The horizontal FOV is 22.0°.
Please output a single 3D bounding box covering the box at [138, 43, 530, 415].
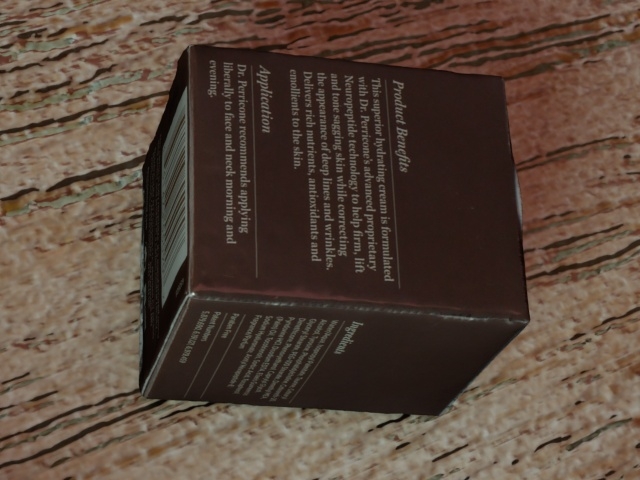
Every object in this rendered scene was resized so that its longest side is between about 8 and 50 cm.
[{"bbox_3d":[0.000,0.000,1.012,0.203,0.167,0.169,5,63,-14],"label":"box"}]
